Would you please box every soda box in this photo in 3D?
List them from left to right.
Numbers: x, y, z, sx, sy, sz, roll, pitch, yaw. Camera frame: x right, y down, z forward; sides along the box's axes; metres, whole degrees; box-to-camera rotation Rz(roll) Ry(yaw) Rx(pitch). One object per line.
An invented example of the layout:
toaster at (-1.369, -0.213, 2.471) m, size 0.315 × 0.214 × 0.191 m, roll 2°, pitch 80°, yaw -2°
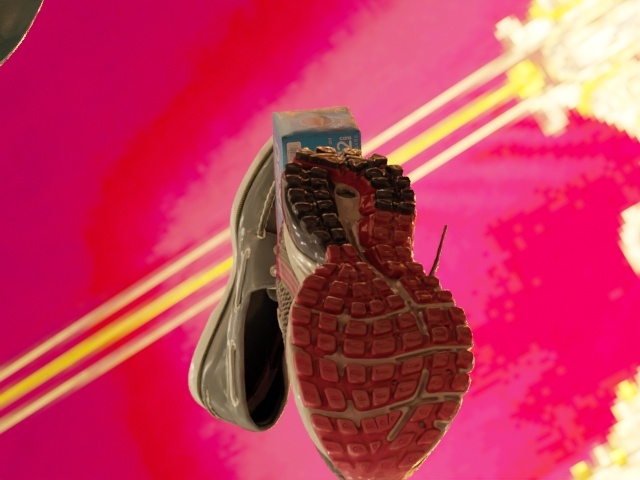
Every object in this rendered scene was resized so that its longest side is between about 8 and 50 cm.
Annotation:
soda box at (0.000, 0.000, 1.575) m, size 0.071 × 0.067 × 0.210 m, roll -112°, pitch 18°, yaw -67°

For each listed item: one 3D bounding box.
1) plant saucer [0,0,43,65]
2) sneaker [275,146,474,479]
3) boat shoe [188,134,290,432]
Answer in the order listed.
plant saucer at (-0.247, -0.266, 1.297) m, size 0.317 × 0.043 × 0.318 m, roll 9°, pitch -90°, yaw -76°
sneaker at (0.030, 0.061, 1.271) m, size 0.120 × 0.112 × 0.299 m, roll 5°, pitch -144°, yaw -7°
boat shoe at (-0.035, 0.038, 1.867) m, size 0.116 × 0.319 × 0.099 m, roll 11°, pitch -166°, yaw -36°
